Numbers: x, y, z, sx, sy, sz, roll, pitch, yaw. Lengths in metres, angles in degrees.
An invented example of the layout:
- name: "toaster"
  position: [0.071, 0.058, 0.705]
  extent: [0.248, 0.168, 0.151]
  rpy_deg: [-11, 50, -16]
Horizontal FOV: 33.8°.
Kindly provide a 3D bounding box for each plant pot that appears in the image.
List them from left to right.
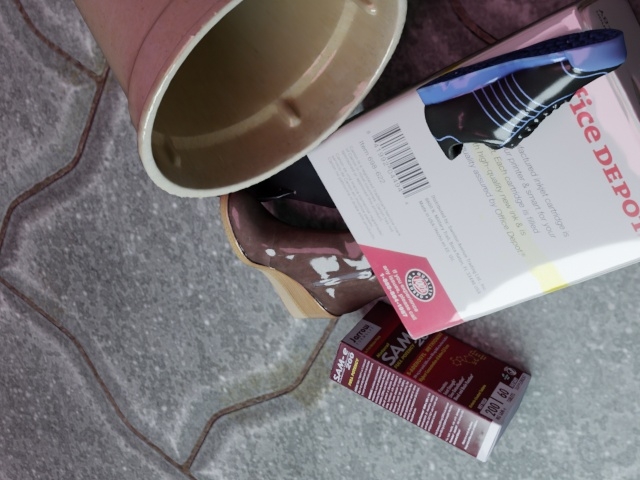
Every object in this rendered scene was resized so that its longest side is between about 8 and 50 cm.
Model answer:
- name: "plant pot"
  position: [-0.130, -0.269, 1.149]
  extent: [0.305, 0.334, 0.334]
  rpy_deg: [50, 130, 23]

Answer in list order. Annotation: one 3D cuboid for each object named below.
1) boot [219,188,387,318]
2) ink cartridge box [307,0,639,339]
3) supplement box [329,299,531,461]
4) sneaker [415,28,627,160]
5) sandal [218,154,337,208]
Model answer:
- name: "boot"
  position: [0.000, 0.000, 1.442]
  extent: [0.207, 0.090, 0.248]
  rpy_deg: [-18, 123, 29]
- name: "ink cartridge box"
  position: [0.221, -0.083, 1.233]
  extent: [0.384, 0.160, 0.279]
  rpy_deg: [-23, 99, 38]
- name: "supplement box"
  position: [0.149, 0.186, 1.433]
  extent: [0.239, 0.130, 0.073]
  rpy_deg: [26, 125, 17]
- name: "sneaker"
  position: [0.208, -0.145, 1.065]
  extent: [0.232, 0.081, 0.090]
  rpy_deg: [-11, 108, 42]
- name: "sandal"
  position: [-0.069, -0.093, 1.472]
  extent: [0.254, 0.054, 0.097]
  rpy_deg: [4, 115, 30]
